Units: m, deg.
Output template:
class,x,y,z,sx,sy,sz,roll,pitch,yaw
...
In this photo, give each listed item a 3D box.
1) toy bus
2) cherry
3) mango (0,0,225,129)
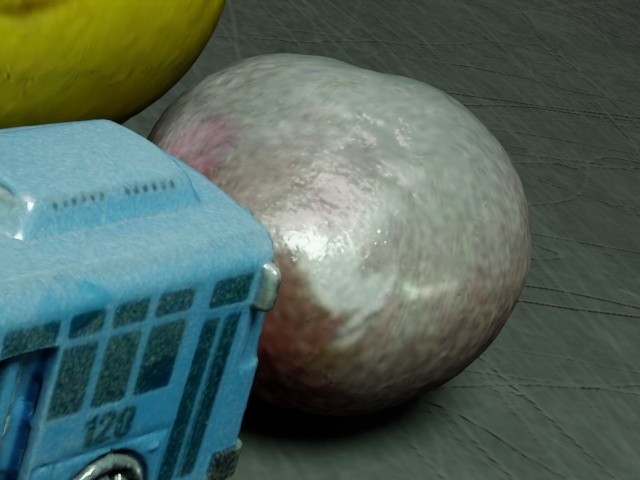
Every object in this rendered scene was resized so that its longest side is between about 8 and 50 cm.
class,x,y,z,sx,sy,sz,roll,pitch,yaw
toy bus,-0.126,0.035,0.575,0.116,0.133,0.234,33,29,32
cherry,0.003,0.002,0.727,0.176,0.140,0.176,11,34,-7
mango,-0.228,-0.102,0.669,0.445,0.220,0.301,0,-5,-41
